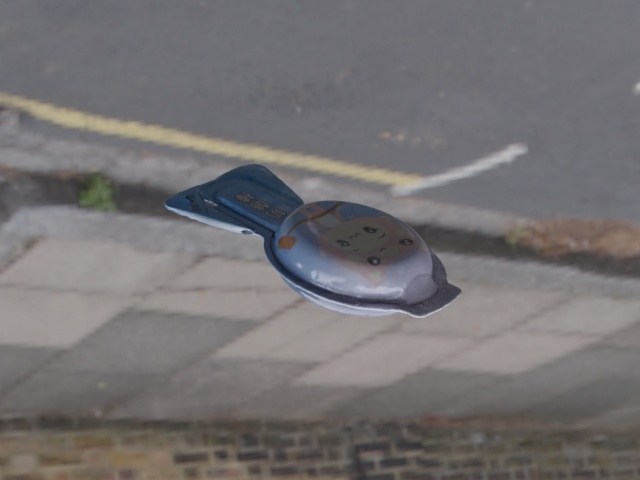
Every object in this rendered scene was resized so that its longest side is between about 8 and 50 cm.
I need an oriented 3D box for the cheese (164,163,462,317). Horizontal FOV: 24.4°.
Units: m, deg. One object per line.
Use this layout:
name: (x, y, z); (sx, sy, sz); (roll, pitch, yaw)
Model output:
cheese: (0.000, 0.000, 1.174); (0.245, 0.052, 0.135); (28, -147, 29)
